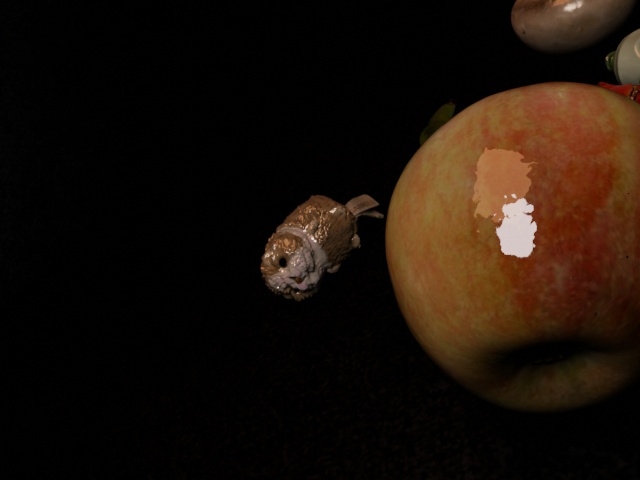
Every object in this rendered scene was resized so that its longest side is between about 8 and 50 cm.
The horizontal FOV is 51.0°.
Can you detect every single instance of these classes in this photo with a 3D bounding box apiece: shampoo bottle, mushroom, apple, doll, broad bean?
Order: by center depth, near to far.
[{"bbox_3d":[0.182,0.009,0.546,0.256,0.257,0.234,-24,37,23],"label":"apple"},{"bbox_3d":[0.450,-0.225,0.829,0.118,0.087,0.234,-18,18,-19],"label":"shampoo bottle"},{"bbox_3d":[-0.002,-0.007,0.988,0.221,0.105,0.115,-46,25,-23],"label":"doll"},{"bbox_3d":[0.411,-0.425,1.109,0.207,0.215,0.207,-20,28,11],"label":"mushroom"},{"bbox_3d":[0.193,-0.166,1.114,0.060,0.043,0.298,-12,29,22],"label":"broad bean"}]

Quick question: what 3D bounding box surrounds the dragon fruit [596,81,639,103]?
[{"bbox_3d":[0.342,-0.092,0.662,0.246,0.125,0.126,16,99,57],"label":"dragon fruit"}]
